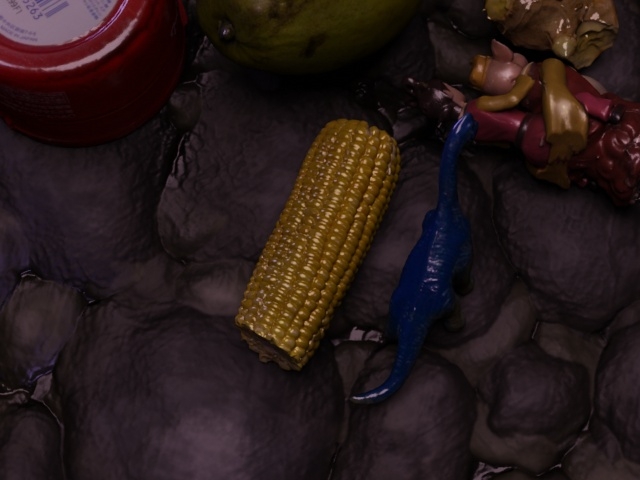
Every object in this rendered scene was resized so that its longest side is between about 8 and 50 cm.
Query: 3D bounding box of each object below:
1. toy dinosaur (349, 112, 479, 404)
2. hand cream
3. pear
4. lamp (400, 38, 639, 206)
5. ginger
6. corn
[{"bbox_3d":[0.090,0.026,1.408,0.075,0.188,0.247,25,74,20],"label":"toy dinosaur"},{"bbox_3d":[-0.248,-0.218,1.543,0.230,0.149,0.230,-2,69,6],"label":"hand cream"},{"bbox_3d":[-0.007,-0.266,1.513,0.212,0.212,0.269,35,61,15],"label":"pear"},{"bbox_3d":[0.208,-0.121,1.497,0.253,0.118,0.118,23,72,15],"label":"lamp"},{"bbox_3d":[0.218,-0.249,1.538,0.157,0.102,0.216,18,45,-26],"label":"ginger"},{"bbox_3d":[0.000,0.000,1.473,0.093,0.093,0.244,20,72,11],"label":"corn"}]
